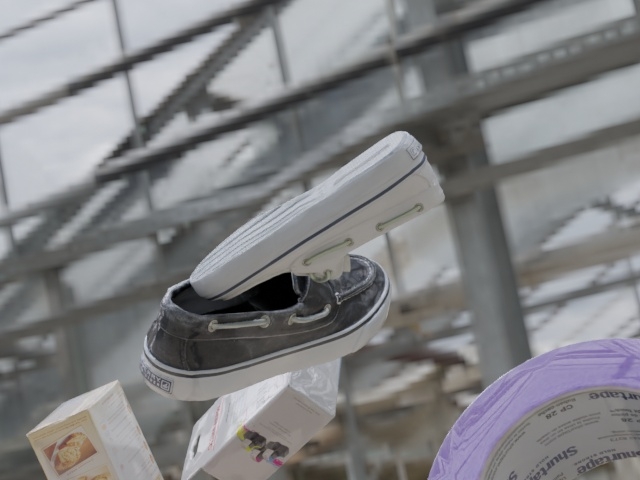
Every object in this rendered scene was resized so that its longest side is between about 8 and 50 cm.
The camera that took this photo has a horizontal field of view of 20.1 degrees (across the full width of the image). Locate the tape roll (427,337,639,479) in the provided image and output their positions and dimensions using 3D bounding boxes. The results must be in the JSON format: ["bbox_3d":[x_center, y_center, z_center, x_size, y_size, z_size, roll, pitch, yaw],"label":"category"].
[{"bbox_3d":[0.154,0.151,0.952,0.189,0.189,0.080,-16,-40,18],"label":"tape roll"}]

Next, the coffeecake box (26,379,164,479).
[{"bbox_3d":[-0.200,0.243,1.744,0.068,0.185,0.142,-24,4,7],"label":"coffeecake box"}]

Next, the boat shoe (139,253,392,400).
[{"bbox_3d":[-0.037,0.048,1.610,0.301,0.108,0.102,-17,-49,-44],"label":"boat shoe"}]

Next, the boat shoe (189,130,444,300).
[{"bbox_3d":[0.000,0.000,1.509,0.226,0.076,0.083,-32,16,12],"label":"boat shoe"}]

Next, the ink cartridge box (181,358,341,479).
[{"bbox_3d":[-0.059,0.180,1.805,0.061,0.104,0.181,35,-59,-17],"label":"ink cartridge box"}]
